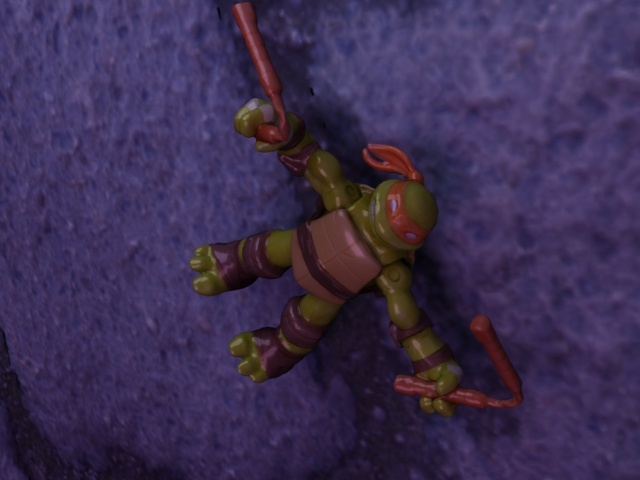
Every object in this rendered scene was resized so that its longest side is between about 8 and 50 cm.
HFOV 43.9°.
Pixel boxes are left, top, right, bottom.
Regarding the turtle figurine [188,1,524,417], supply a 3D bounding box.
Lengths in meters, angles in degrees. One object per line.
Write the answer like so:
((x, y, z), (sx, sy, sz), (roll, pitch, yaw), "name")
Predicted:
((0.000, 0.000, 0.500), (0.269, 0.087, 0.217), (53, 139, -5), "turtle figurine")
